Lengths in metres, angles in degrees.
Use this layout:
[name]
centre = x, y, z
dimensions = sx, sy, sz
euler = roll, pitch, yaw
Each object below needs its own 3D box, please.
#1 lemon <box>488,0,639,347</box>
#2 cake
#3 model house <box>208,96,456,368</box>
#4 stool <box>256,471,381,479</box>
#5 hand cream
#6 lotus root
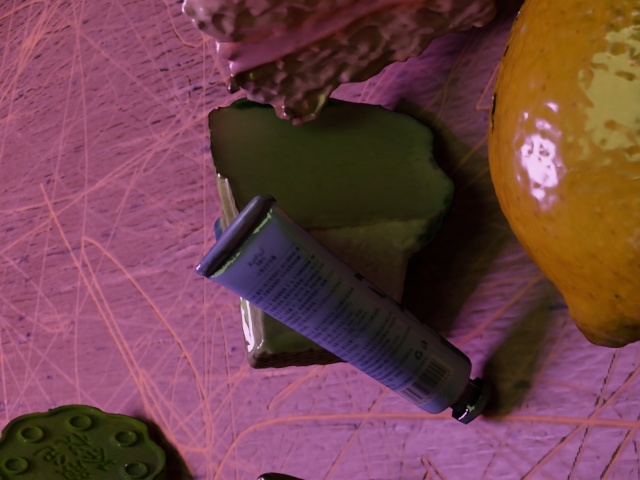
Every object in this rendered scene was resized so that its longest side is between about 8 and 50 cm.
[lemon]
centre = 0.236, -0.077, 0.985
dimensions = 0.258, 0.258, 0.310
euler = 13, 82, 50
[cake]
centre = -0.004, -0.323, 1.244
dimensions = 0.293, 0.307, 0.314
euler = -24, 57, 13
[model house]
centre = 0.000, 0.000, 1.343
dimensions = 0.214, 0.195, 0.189
euler = -115, 25, -52
[stool]
centre = 0.010, 0.255, 1.300
dimensions = 0.134, 0.110, 0.135
euler = -48, 49, 33
[hand cream]
centre = 0.028, 0.062, 1.217
dimensions = 0.088, 0.256, 0.055
euler = -47, 20, 25
[lotus root]
centre = -0.252, 0.283, 1.576
dimensions = 0.186, 0.186, 0.186
euler = -12, 75, 48
